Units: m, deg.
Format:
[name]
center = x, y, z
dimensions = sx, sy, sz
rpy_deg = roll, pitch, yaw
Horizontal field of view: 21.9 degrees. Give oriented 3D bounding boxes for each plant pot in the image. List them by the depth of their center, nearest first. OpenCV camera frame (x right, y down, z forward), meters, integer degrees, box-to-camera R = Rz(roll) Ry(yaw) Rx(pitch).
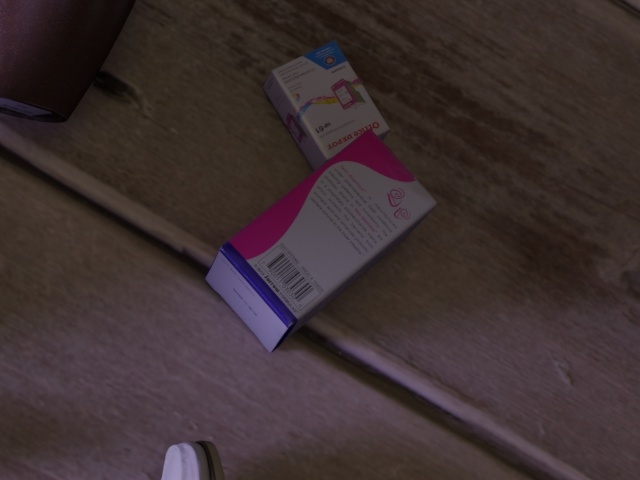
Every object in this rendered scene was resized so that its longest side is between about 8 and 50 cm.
[plant pot]
center = -0.292, -0.247, 1.728
dimensions = 0.215, 0.215, 0.230
rpy_deg = 13, 84, -10

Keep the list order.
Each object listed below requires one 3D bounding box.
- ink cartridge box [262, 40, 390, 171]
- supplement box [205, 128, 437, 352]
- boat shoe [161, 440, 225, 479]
[ink cartridge box]
center = 0.007, -0.147, 1.836
dimensions = 0.088, 0.052, 0.122
rpy_deg = -28, 81, -22
[supplement box]
center = 0.000, 0.000, 1.751
dimensions = 0.220, 0.114, 0.111
rpy_deg = -39, 83, -22
[boat shoe]
center = -0.157, 0.337, 1.591
dimensions = 0.103, 0.113, 0.302
rpy_deg = 10, 70, -17
